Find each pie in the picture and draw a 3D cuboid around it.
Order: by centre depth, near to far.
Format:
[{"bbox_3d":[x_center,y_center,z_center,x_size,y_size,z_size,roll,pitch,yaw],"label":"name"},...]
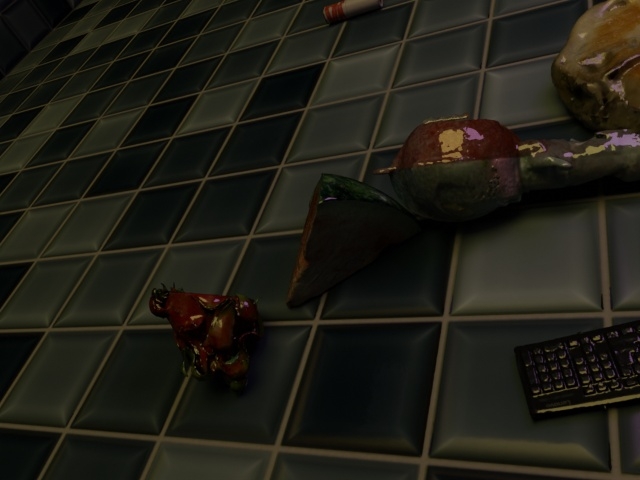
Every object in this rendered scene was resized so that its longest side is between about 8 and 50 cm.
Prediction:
[{"bbox_3d":[0.470,-0.243,0.772,0.338,0.077,0.339,-20,37,16],"label":"pie"}]

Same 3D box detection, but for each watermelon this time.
[{"bbox_3d":[0.001,-0.024,0.802,0.202,0.136,0.207,-38,24,-18],"label":"watermelon"}]

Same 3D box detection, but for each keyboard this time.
[{"bbox_3d":[0.309,0.105,0.546,0.250,0.017,0.087,-16,40,17],"label":"keyboard"}]

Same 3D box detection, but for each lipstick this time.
[{"bbox_3d":[0.072,-0.518,1.340,0.130,0.038,0.038,-7,44,25],"label":"lipstick"}]

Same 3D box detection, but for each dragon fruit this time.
[{"bbox_3d":[-0.140,0.106,0.748,0.138,0.142,0.175,-2,59,-18],"label":"dragon fruit"}]

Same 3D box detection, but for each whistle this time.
[{"bbox_3d":[0.232,-0.095,0.728,0.345,0.142,0.134,-3,71,18],"label":"whistle"}]
